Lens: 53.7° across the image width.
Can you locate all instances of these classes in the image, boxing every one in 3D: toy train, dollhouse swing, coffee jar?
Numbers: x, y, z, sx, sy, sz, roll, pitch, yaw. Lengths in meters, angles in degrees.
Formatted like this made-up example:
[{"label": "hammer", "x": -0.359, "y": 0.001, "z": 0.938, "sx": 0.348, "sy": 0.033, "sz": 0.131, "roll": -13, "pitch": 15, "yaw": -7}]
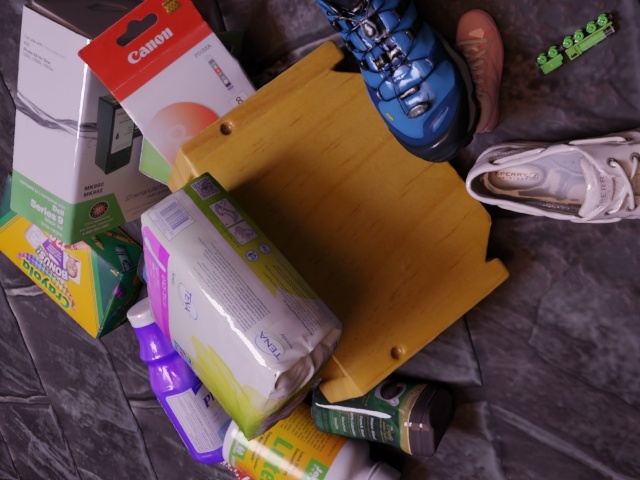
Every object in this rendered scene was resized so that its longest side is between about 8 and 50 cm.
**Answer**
[{"label": "toy train", "x": 0.262, "y": -0.201, "z": 0.651, "sx": 0.083, "sy": 0.017, "sz": 0.024, "roll": -30, "pitch": 102, "yaw": 35}, {"label": "dollhouse swing", "x": 0.000, "y": 0.000, "z": 0.859, "sx": 0.315, "sy": 0.305, "sz": 0.347, "roll": -37, "pitch": 87, "yaw": -6}, {"label": "coffee jar", "x": 0.087, "y": 0.235, "z": 0.877, "sx": 0.184, "sy": 0.096, "sz": 0.079, "roll": 5, "pitch": 114, "yaw": 30}]

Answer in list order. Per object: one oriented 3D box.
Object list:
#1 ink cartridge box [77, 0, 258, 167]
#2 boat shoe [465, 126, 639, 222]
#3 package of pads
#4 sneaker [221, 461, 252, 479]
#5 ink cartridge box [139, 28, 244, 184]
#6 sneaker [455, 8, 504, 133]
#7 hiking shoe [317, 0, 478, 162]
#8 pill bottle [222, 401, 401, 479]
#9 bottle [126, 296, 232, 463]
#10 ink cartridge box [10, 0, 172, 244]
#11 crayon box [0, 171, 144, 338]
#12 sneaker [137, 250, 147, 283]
[{"label": "ink cartridge box", "x": -0.170, "y": -0.190, "z": 0.753, "sx": 0.145, "sy": 0.179, "sz": 0.045, "roll": -37, "pitch": 45, "yaw": -1}, {"label": "boat shoe", "x": 0.285, "y": -0.058, "z": 0.644, "sx": 0.277, "sy": 0.096, "sz": 0.098, "roll": -1, "pitch": 108, "yaw": 31}, {"label": "package of pads", "x": -0.100, "y": 0.097, "z": 0.725, "sx": 0.229, "sy": 0.101, "sz": 0.296, "roll": 47, "pitch": 153, "yaw": 15}, {"label": "sneaker", "x": -0.153, "y": 0.390, "z": 1.113, "sx": 0.118, "sy": 0.042, "sz": 0.067, "roll": -3, "pitch": 104, "yaw": 29}, {"label": "ink cartridge box", "x": -0.175, "y": -0.188, "z": 0.857, "sx": 0.062, "sy": 0.109, "sz": 0.209, "roll": 27, "pitch": 120, "yaw": 18}, {"label": "sneaker", "x": 0.166, "y": -0.179, "z": 0.684, "sx": 0.051, "sy": 0.070, "sz": 0.134, "roll": 2, "pitch": 109, "yaw": 32}, {"label": "hiking shoe", "x": 0.055, "y": -0.215, "z": 0.654, "sx": 0.113, "sy": 0.132, "sz": 0.304, "roll": -33, "pitch": 72, "yaw": 36}, {"label": "pill bottle", "x": -0.011, "y": 0.330, "z": 0.947, "sx": 0.245, "sy": 0.136, "sz": 0.136, "roll": 25, "pitch": 120, "yaw": 20}, {"label": "bottle", "x": -0.211, "y": 0.218, "z": 1.009, "sx": 0.092, "sy": 0.118, "sz": 0.283, "roll": -17, "pitch": 110, "yaw": 19}, {"label": "ink cartridge box", "x": -0.294, "y": -0.168, "z": 0.872, "sx": 0.121, "sy": 0.211, "sz": 0.289, "roll": 30, "pitch": 121, "yaw": 18}, {"label": "crayon box", "x": -0.439, "y": 0.017, "z": 1.110, "sx": 0.278, "sy": 0.081, "sz": 0.165, "roll": 39, "pitch": 123, "yaw": 12}, {"label": "sneaker", "x": -0.255, "y": 0.077, "z": 1.044, "sx": 0.084, "sy": 0.058, "sz": 0.152, "roll": 37, "pitch": 150, "yaw": 43}]
